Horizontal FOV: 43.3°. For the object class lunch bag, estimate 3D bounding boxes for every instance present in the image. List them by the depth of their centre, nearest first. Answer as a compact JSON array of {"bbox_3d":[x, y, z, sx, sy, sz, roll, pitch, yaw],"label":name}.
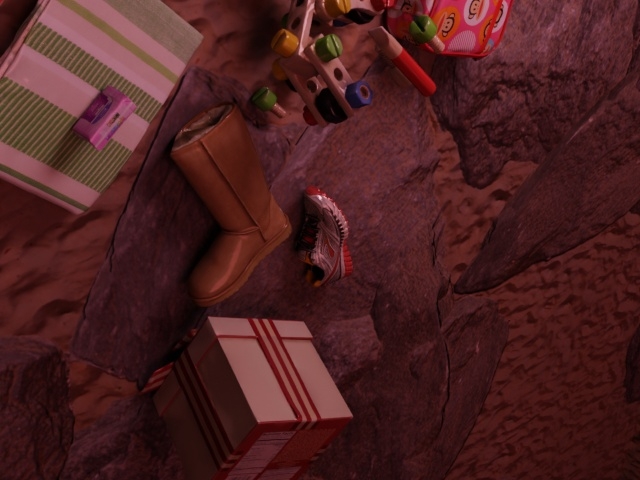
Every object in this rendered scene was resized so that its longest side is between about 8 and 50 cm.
[{"bbox_3d":[0.260,-0.468,1.400,0.258,0.120,0.293,-6,121,-42],"label":"lunch bag"}]

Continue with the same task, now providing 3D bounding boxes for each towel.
[{"bbox_3d":[-0.330,-0.210,1.108,0.248,0.038,0.325,32,88,-50],"label":"towel"}]

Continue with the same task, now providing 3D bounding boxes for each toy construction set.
[{"bbox_3d":[0.007,-0.317,1.166,0.237,0.309,0.257,37,82,-41],"label":"toy construction set"}]

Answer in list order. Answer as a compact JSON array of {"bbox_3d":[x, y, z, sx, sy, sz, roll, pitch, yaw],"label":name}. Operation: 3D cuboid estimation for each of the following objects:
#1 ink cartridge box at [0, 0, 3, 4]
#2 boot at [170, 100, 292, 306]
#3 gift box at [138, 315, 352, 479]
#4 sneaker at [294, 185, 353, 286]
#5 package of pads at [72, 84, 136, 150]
[{"bbox_3d":[-0.439,-0.329,0.916,0.145,0.045,0.179,-42,143,25],"label":"ink cartridge box"},{"bbox_3d":[-0.178,-0.055,1.314,0.236,0.089,0.269,-47,136,-21],"label":"boot"},{"bbox_3d":[-0.147,0.293,1.435,0.255,0.258,0.276,14,126,-45],"label":"gift box"},{"bbox_3d":[0.000,0.000,1.486,0.092,0.088,0.225,-29,131,-21],"label":"sneaker"},{"bbox_3d":[-0.296,-0.167,1.100,0.083,0.050,0.032,-53,147,-7],"label":"package of pads"}]
